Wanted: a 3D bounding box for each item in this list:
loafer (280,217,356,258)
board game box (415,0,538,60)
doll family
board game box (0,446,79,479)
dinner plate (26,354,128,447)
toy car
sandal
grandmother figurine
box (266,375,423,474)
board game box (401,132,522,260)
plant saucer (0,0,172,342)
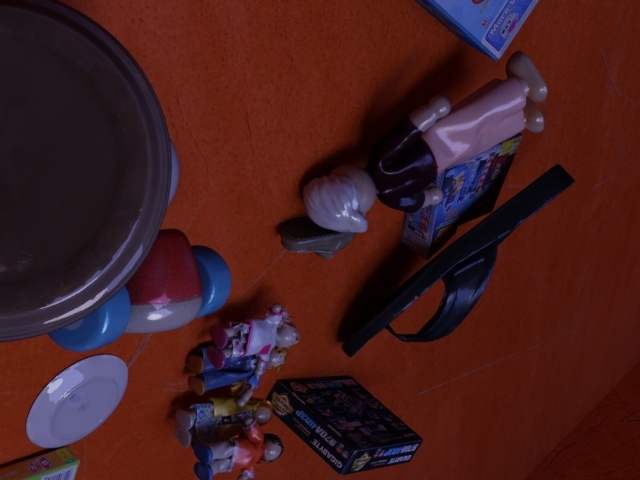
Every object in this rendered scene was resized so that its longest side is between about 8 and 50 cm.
[{"bbox_3d":[0.000,0.000,1.324,0.148,0.056,0.050,-10,124,-49],"label":"loafer"},{"bbox_3d":[0.206,-0.399,1.139,0.308,0.086,0.302,-56,149,9],"label":"board game box"},{"bbox_3d":[-0.111,0.196,1.362,0.163,0.118,0.263,-4,108,-44],"label":"doll family"},{"bbox_3d":[-0.407,0.327,1.149,0.259,0.039,0.124,-13,134,-49],"label":"board game box"},{"bbox_3d":[-0.286,0.197,1.193,0.141,0.017,0.141,-33,144,-28],"label":"dinner plate"},{"bbox_3d":[-0.209,-0.037,0.928,0.219,0.210,0.238,-10,103,-66],"label":"toy car"},{"bbox_3d":[0.222,0.057,1.532,0.446,0.107,0.167,-39,174,7],"label":"sandal"},{"bbox_3d":[0.132,-0.111,1.299,0.342,0.104,0.208,-28,137,-13],"label":"grandmother figurine"},{"bbox_3d":[0.041,0.288,1.574,0.220,0.175,0.051,9,115,-57],"label":"box"},{"bbox_3d":[0.201,-0.073,1.513,0.194,0.060,0.194,-20,139,-42],"label":"board game box"},{"bbox_3d":[-0.249,-0.058,0.756,0.278,0.278,0.041,-45,-167,-11],"label":"plant saucer"}]
